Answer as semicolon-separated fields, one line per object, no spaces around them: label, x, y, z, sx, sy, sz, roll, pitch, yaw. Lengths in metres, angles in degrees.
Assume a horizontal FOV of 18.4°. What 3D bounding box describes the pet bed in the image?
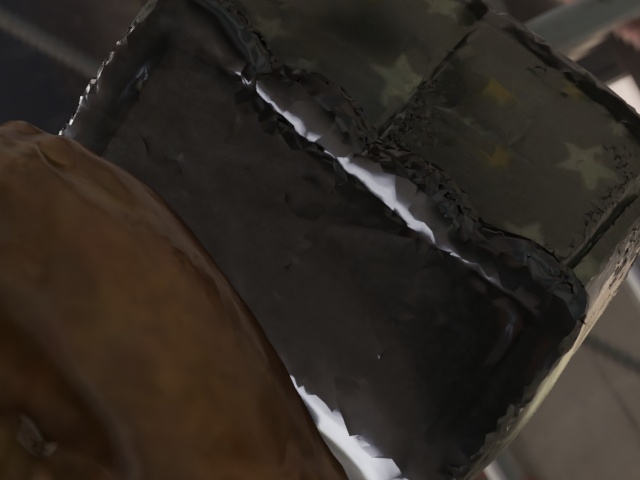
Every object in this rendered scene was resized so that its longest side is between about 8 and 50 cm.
pet bed;0.000;0.000;0.766;0.211;0.159;0.183;38;139;8

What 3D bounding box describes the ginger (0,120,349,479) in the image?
ginger;-0.051;0.135;0.494;0.172;0.165;0.321;57;-162;-64
